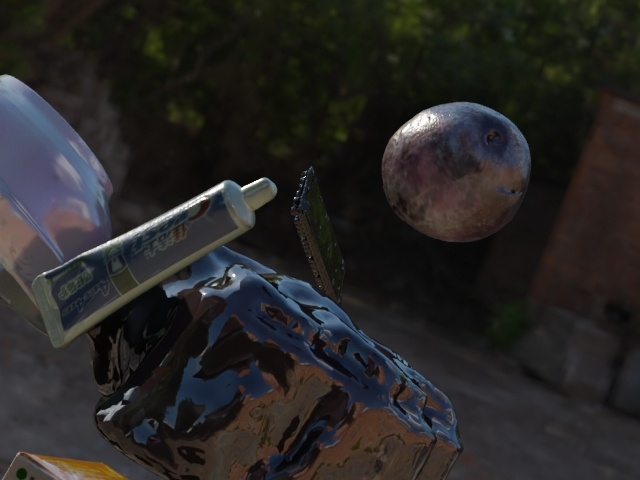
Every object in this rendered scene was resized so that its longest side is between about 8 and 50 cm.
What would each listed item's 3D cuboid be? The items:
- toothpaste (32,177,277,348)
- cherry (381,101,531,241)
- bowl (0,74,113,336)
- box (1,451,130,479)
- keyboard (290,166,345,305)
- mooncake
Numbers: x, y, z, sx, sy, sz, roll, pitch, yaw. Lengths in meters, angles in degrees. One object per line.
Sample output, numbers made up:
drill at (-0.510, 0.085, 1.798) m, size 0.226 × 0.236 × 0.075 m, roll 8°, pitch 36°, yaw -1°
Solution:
toothpaste at (-0.114, 0.008, 1.193) m, size 0.035 × 0.197 × 0.057 m, roll 20°, pitch 44°, yaw -65°
cherry at (0.179, -0.092, 2.237) m, size 0.195 × 0.195 × 0.195 m, roll 21°, pitch 3°, yaw -1°
bowl at (-0.305, -0.055, 1.677) m, size 0.287 × 0.144 × 0.287 m, roll 41°, pitch -15°, yaw 14°
box at (-0.342, 0.379, 2.169) m, size 0.091 × 0.221 × 0.274 m, roll 30°, pitch 1°, yaw 18°
keyboard at (-0.001, 0.000, 2.205) m, size 0.023 × 0.072 × 0.231 m, roll 1°, pitch -33°, yaw 14°
mooncake at (-0.046, 0.144, 1.640) m, size 0.350 × 0.212 × 0.381 m, roll 35°, pitch -2°, yaw -27°
